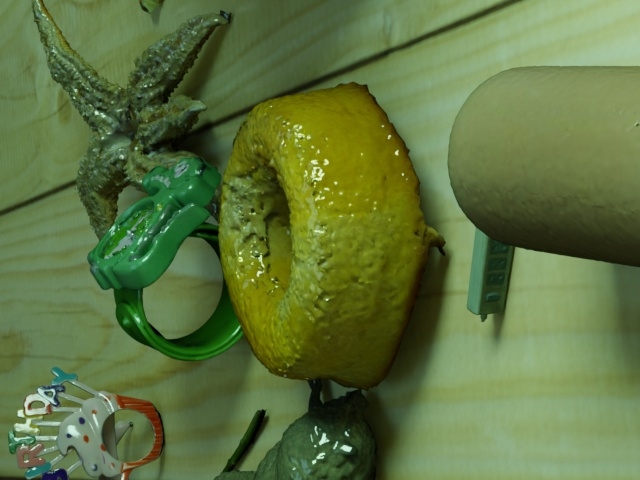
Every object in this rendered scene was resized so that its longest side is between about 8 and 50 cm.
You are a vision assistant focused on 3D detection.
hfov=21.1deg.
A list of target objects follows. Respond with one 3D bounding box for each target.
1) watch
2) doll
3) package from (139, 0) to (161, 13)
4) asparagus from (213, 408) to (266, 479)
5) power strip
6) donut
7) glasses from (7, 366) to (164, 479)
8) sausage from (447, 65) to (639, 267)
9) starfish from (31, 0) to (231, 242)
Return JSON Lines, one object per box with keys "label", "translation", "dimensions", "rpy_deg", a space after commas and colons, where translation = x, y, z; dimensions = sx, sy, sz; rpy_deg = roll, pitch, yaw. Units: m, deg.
{"label": "watch", "translation": [-0.120, 0.025, 1.610], "dimensions": [0.165, 0.152, 0.131], "rpy_deg": [-50, 25, -15]}
{"label": "doll", "translation": [-0.033, 0.220, 1.505], "dimensions": [0.286, 0.091, 0.202], "rpy_deg": [-52, 13, 37]}
{"label": "package", "translation": [-0.179, -0.310, 1.789], "dimensions": [0.120, 0.031, 0.108], "rpy_deg": [-62, 41, 44]}
{"label": "asparagus", "translation": [-0.081, 0.207, 1.669], "dimensions": [0.016, 0.013, 0.166], "rpy_deg": [34, 137, 5]}
{"label": "power strip", "translation": [0.124, 0.020, 1.248], "dimensions": [0.017, 0.027, 0.083], "rpy_deg": [33, 123, 56]}
{"label": "donut", "translation": [0.001, -0.002, 1.393], "dimensions": [0.253, 0.118, 0.253], "rpy_deg": [173, 90, -67]}
{"label": "glasses", "translation": [-0.252, 0.262, 1.844], "dimensions": [0.095, 0.162, 0.255], "rpy_deg": [141, 122, -61]}
{"label": "sausage", "translation": [0.191, -0.044, 1.011], "dimensions": [0.253, 0.123, 0.123], "rpy_deg": [9, 100, 62]}
{"label": "starfish", "translation": [-0.171, -0.135, 1.734], "dimensions": [0.293, 0.084, 0.301], "rpy_deg": [-4, 99, 53]}
